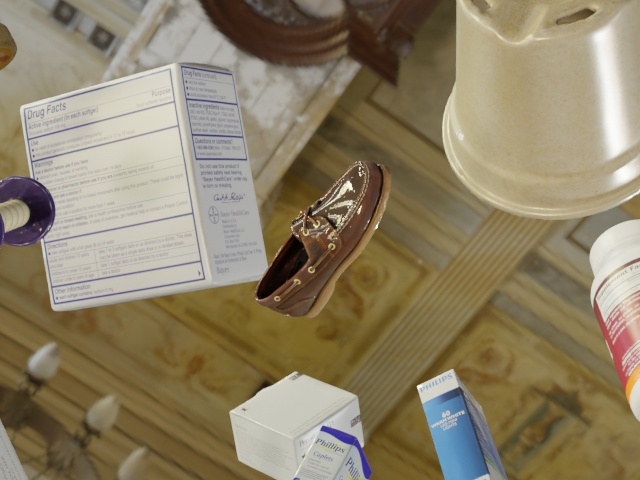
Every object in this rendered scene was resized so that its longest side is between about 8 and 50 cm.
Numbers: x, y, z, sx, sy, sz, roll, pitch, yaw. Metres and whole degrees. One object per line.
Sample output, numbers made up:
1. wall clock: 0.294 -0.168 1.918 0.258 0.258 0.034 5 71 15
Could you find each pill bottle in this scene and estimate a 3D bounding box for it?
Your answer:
1. pill bottle: 0.249 0.058 0.791 0.086 0.086 0.152 25 -145 -26

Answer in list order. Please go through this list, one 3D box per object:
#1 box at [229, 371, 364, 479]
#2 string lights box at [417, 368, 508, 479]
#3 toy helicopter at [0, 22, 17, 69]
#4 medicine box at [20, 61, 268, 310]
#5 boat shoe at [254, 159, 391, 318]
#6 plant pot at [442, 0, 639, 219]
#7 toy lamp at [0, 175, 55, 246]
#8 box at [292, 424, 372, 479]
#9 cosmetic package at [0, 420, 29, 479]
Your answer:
1. box: -0.044 0.361 2.074 0.182 0.119 0.181 15 -148 43
2. string lights box: 0.250 0.358 1.814 0.133 0.077 0.259 52 -164 -39
3. toy helicopter: -0.545 -0.175 1.339 0.140 0.355 0.235 57 175 12
4. medicine box: -0.236 -0.068 1.448 0.149 0.264 0.289 -7 -93 -63
5. boat shoe: 0.000 0.000 1.140 0.073 0.207 0.073 17 -152 -25
6. plant pot: 0.307 -0.249 1.426 0.334 0.334 0.305 56 173 35
7. toy lamp: -0.319 -0.025 1.083 0.080 0.080 0.274 35 -178 -6
8. box: 0.019 0.415 1.869 0.072 0.126 0.137 13 -125 28
9. cosmetic package: -0.623 0.409 1.541 0.327 0.329 0.393 61 178 14
